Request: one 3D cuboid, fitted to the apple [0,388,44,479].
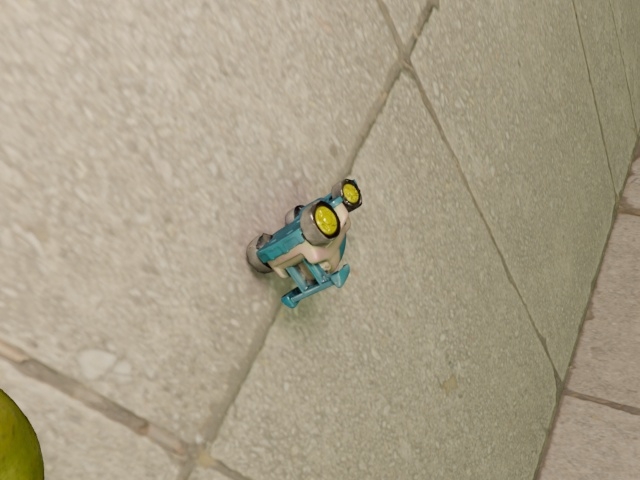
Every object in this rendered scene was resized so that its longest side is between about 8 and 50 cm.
[{"bbox_3d":[-0.289,0.172,0.446,0.196,0.157,0.196,-18,113,-51],"label":"apple"}]

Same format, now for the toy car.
[{"bbox_3d":[0.000,0.000,0.815,0.098,0.126,0.161,58,39,-7],"label":"toy car"}]
